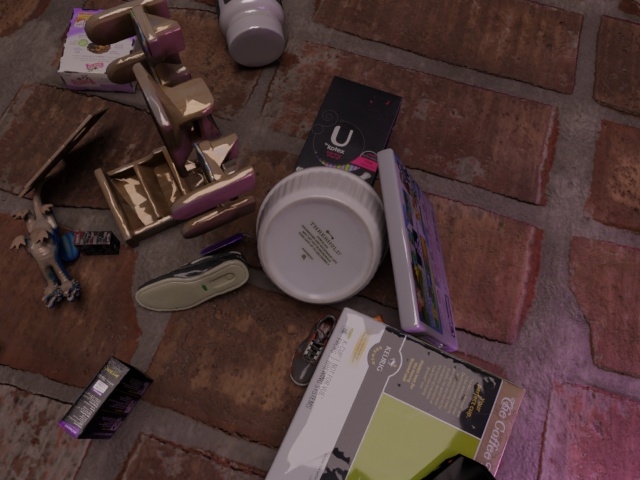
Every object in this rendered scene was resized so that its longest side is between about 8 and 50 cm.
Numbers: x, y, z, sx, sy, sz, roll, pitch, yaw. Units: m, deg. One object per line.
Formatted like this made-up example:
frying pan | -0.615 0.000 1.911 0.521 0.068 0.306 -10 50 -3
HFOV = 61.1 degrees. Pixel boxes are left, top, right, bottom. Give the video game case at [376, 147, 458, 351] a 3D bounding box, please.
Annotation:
video game case | 0.190 0.032 1.039 0.036 0.300 0.329 -14 67 22

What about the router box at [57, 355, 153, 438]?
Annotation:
router box | -0.374 0.283 0.963 0.046 0.179 0.133 32 70 8

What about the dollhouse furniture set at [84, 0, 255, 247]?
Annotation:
dollhouse furniture set | -0.312 -0.160 1.018 0.256 0.394 0.362 -26 80 -12

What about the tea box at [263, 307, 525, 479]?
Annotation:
tea box | 0.115 0.338 0.927 0.323 0.220 0.329 25 76 8

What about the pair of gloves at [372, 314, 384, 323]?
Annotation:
pair of gloves | 0.107 0.198 1.110 0.074 0.010 0.083 -23 70 -11

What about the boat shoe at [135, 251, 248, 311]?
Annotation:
boat shoe | -0.262 0.082 1.117 0.233 0.084 0.079 -18 34 -3

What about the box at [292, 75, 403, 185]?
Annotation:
box | 0.058 -0.199 1.196 0.165 0.143 0.270 19 68 4

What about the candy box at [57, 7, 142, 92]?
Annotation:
candy box | -0.523 -0.460 1.312 0.164 0.070 0.196 3 68 -2

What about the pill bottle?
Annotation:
pill bottle | -0.176 -0.581 1.329 0.161 0.161 0.283 -10 70 -7

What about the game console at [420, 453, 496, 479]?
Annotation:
game console | 0.138 0.488 0.755 0.361 0.044 0.213 -37 80 -6

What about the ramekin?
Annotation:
ramekin | 0.000 0.000 1.047 0.272 0.127 0.273 2 110 5

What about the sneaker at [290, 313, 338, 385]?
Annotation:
sneaker | -0.014 0.209 1.071 0.061 0.065 0.158 24 69 7

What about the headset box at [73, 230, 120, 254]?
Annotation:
headset box | -0.471 0.006 1.133 0.083 0.062 0.032 -1 68 -2

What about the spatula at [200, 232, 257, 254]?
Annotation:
spatula | -0.110 -0.007 1.161 0.296 0.084 0.030 -8 99 -13

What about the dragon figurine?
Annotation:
dragon figurine | -0.558 0.003 1.117 0.085 0.144 0.289 -19 51 -8

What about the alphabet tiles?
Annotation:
alphabet tiles | -0.542 -0.188 1.143 0.237 0.198 0.009 -45 111 5
